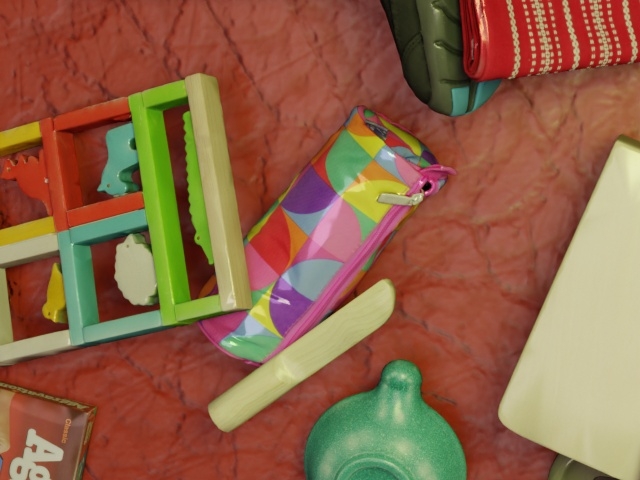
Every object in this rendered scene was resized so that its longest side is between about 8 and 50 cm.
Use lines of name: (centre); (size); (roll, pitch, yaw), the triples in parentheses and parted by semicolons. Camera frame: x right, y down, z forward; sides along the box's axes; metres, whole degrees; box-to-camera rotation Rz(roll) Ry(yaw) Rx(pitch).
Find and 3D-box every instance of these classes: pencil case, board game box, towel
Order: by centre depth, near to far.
towel: (0.205, -0.226, 1.341); (0.031, 0.275, 0.199); (3, 101, 56)
pencil case: (0.000, 0.000, 1.464); (0.104, 0.104, 0.236); (41, 105, 4)
board game box: (-0.292, 0.262, 1.591); (0.145, 0.027, 0.281); (14, 99, 8)

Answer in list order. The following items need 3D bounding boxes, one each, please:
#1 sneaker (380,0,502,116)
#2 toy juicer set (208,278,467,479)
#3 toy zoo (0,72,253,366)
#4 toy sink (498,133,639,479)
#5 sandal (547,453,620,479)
sneaker: (0.057, -0.258, 1.351); (0.139, 0.125, 0.341); (-5, 100, 39)
toy juicer set: (0.016, 0.196, 1.493); (0.209, 0.089, 0.329); (-15, 105, 16)
toy zoo: (-0.200, -0.008, 1.493); (0.293, 0.030, 0.192); (-13, 81, 26)
toy sink: (0.252, 0.055, 1.407); (0.153, 0.131, 0.234); (23, 99, 8)
sandal: (0.325, 0.234, 1.434); (0.303, 0.086, 0.120); (13, 100, 4)
